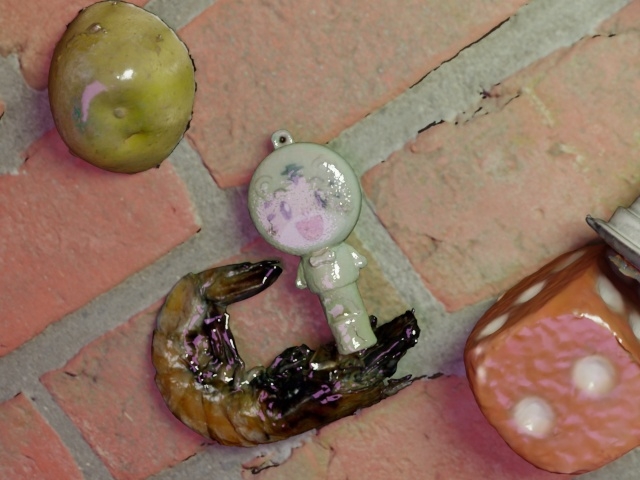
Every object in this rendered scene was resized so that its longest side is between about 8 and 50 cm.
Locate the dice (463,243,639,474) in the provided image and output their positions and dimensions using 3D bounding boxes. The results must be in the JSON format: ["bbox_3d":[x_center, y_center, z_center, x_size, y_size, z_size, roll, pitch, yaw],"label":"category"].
[{"bbox_3d":[0.268,0.121,1.407,0.179,0.174,0.175,-33,96,32],"label":"dice"}]

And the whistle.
[{"bbox_3d":[0.000,0.000,1.506,0.126,0.067,0.258,-20,93,10],"label":"whistle"}]

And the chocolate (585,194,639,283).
[{"bbox_3d":[0.376,-0.011,1.306,0.221,0.221,0.147,36,107,4],"label":"chocolate"}]

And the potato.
[{"bbox_3d":[-0.241,-0.155,1.530,0.182,0.117,0.202,31,121,3],"label":"potato"}]

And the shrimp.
[{"bbox_3d":[-0.055,0.120,1.611,0.365,0.071,0.233,-25,96,31],"label":"shrimp"}]
